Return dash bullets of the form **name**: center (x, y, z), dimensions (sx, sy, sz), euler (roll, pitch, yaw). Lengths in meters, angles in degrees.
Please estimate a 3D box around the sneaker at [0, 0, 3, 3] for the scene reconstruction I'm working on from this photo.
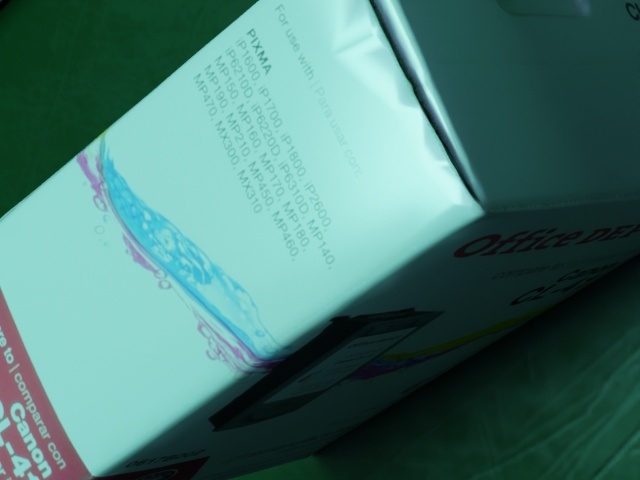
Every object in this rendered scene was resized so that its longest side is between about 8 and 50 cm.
- **sneaker**: center (-0.263, -0.182, 1.161), dimensions (0.226, 0.086, 0.163), euler (-38, 81, 24)

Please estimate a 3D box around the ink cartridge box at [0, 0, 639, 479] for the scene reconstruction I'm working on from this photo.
- **ink cartridge box**: center (0.000, 0.000, 0.885), dimensions (0.306, 0.226, 0.131), euler (-34, 73, 36)
